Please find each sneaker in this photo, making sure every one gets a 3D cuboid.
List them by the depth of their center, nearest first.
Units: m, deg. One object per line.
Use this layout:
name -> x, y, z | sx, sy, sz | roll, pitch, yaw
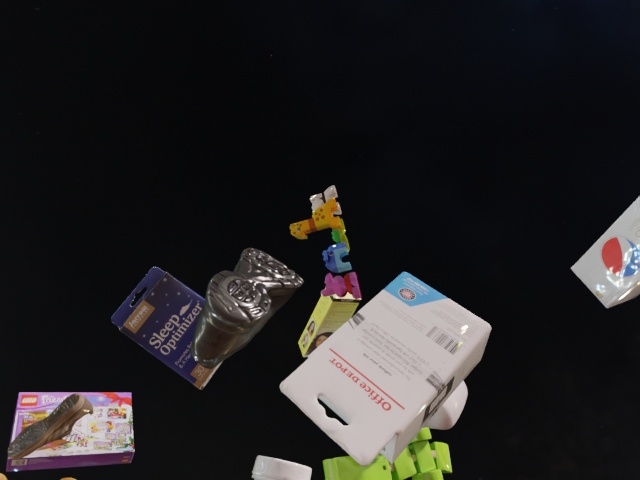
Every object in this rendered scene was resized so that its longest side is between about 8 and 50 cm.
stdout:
sneaker -> -0.118, 0.097, 0.765 | 0.109, 0.286, 0.130 | 34, -73, 9
sneaker -> -0.607, 0.435, 1.131 | 0.188, 0.066, 0.071 | -38, -49, -15

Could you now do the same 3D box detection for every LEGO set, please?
LEGO set -> 0.000, 0.000, 0.919 | 0.093, 0.087, 0.227 | -15, -111, 8

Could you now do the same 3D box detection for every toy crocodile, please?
toy crocodile -> 0.152, 0.478, 1.056 | 0.340, 0.115, 0.105 | 3, -31, -32

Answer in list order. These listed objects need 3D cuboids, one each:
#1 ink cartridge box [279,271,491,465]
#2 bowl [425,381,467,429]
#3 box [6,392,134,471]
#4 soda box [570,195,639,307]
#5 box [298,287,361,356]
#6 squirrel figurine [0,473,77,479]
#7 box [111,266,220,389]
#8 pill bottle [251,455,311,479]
ink cartridge box -> 0.061, 0.121, 0.458 | 0.180, 0.104, 0.060 | -36, -36, -30
bowl -> 0.216, 0.308, 1.005 | 0.142, 0.142, 0.053 | 0, -69, 32
box -> -0.661, 0.506, 1.339 | 0.293, 0.201, 0.057 | 10, -59, -29
soda box -> 0.414, -0.009, 0.612 | 0.069, 0.074, 0.216 | -13, -35, -24
box -> 0.021, 0.221, 1.346 | 0.087, 0.058, 0.232 | 5, -54, -27
squirrel figurine -> -0.525, 0.694, 0.978 | 0.370, 0.397, 0.281 | 7, -41, 14
box -> -0.271, 0.156, 0.932 | 0.225, 0.036, 0.136 | 33, -106, 9
pill bottle -> -0.114, 0.641, 1.058 | 0.176, 0.319, 0.176 | 10, -27, 5
